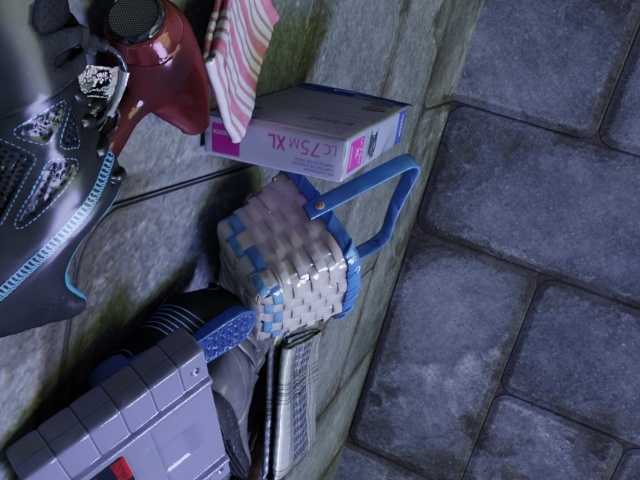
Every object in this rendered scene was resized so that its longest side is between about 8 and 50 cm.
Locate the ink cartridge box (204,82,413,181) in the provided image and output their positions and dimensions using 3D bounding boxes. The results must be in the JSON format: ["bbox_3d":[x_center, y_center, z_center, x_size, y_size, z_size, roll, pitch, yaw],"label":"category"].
[{"bbox_3d":[0.000,-0.158,0.946,0.311,0.186,0.065,-43,143,-60],"label":"ink cartridge box"}]

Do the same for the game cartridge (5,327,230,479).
[{"bbox_3d":[-0.225,0.281,0.855,0.230,0.068,0.355,-40,151,-28],"label":"game cartridge"}]

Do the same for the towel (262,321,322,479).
[{"bbox_3d":[-0.048,0.321,1.483,0.312,0.056,0.324,9,82,-74],"label":"towel"}]

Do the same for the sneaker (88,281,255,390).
[{"bbox_3d":[-0.195,0.124,0.870,0.232,0.090,0.081,-23,137,-40],"label":"sneaker"}]

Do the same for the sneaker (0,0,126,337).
[{"bbox_3d":[-0.195,-0.085,0.437,0.140,0.125,0.340,1,122,-40],"label":"sneaker"}]

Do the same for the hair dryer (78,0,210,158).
[{"bbox_3d":[-0.191,-0.115,0.622,0.293,0.080,0.223,-29,153,-58],"label":"hair dryer"}]

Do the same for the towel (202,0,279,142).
[{"bbox_3d":[-0.086,-0.228,0.773,0.144,0.029,0.197,75,22,-64],"label":"towel"}]

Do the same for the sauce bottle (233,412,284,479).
[{"bbox_3d":[-0.141,0.554,1.506,0.111,0.111,0.344,63,43,-70],"label":"sauce bottle"}]

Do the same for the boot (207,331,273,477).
[{"bbox_3d":[-0.136,0.250,1.164,0.338,0.118,0.222,96,15,-54],"label":"boot"}]

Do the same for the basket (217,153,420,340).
[{"bbox_3d":[0.000,0.000,0.995,0.289,0.201,0.254,-22,156,-19],"label":"basket"}]
